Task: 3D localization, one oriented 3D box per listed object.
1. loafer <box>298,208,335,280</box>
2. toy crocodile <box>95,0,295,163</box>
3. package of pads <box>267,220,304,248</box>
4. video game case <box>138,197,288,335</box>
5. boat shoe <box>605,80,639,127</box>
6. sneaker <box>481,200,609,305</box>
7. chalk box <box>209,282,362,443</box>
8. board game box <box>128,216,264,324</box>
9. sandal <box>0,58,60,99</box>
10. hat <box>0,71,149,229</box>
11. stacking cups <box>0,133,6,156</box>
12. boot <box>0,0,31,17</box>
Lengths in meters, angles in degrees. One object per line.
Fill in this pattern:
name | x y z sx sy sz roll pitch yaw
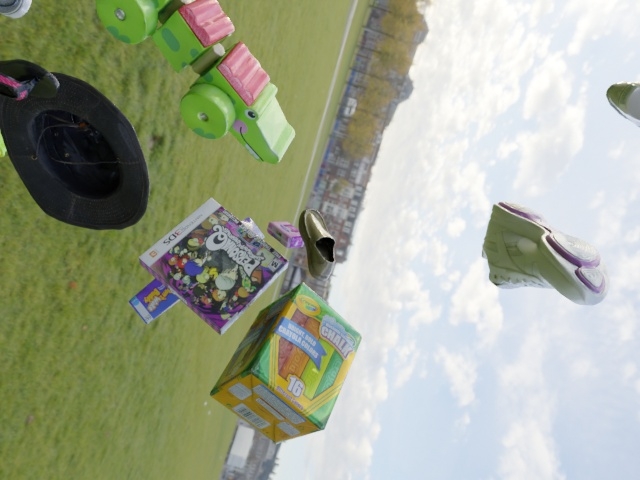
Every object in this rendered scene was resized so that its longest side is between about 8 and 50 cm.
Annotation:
loafer | 0.000 0.000 0.905 0.050 0.056 0.148 -41 -127 40
toy crocodile | -0.144 -0.235 0.587 0.105 0.341 0.115 -17 -148 41
package of pads | -0.072 -0.014 1.068 0.083 0.050 0.032 35 -58 43
video game case | -0.220 0.047 1.046 0.210 0.232 0.042 -45 169 -28
boat shoe | 0.483 -0.176 0.705 0.063 0.184 0.066 -106 -148 -60
sneaker | 0.379 0.045 0.870 0.305 0.114 0.152 -107 -148 -64
chalk box | -0.051 0.222 1.003 0.179 0.180 0.289 -37 -163 45
board game box | -0.326 0.071 1.365 0.233 0.078 0.347 -35 -176 26
sandal | -0.474 -0.236 0.742 0.067 0.179 0.040 87 14 -59
hat | -0.463 -0.185 0.997 0.134 0.331 0.332 -73 -179 -55
stacking cups | -0.737 -0.300 1.226 0.316 0.096 0.096 -52 170 -33
boot | -0.676 -0.504 1.005 0.086 0.189 0.069 4 103 -63
